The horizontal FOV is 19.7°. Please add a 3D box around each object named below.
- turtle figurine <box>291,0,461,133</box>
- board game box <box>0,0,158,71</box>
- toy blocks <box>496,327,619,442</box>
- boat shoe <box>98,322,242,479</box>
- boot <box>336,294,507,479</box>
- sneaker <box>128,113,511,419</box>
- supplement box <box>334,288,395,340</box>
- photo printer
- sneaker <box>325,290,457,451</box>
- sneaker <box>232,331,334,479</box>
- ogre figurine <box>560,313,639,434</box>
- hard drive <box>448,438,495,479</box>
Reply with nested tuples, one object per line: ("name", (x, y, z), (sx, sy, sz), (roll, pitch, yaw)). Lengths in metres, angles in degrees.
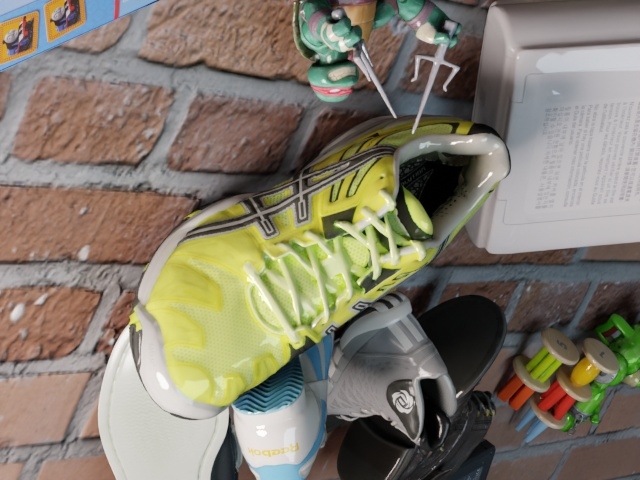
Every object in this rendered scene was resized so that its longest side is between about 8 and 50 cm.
("turtle figurine", (0.029, -0.186, 1.414), (0.175, 0.118, 0.234), (-32, 130, -57))
("board game box", (-0.189, -0.193, 1.184), (0.211, 0.039, 0.160), (-31, 142, -35))
("toy blocks", (0.255, 0.173, 2.123), (0.123, 0.054, 0.148), (14, 127, -38))
("boat shoe", (-0.125, 0.175, 1.585), (0.091, 0.114, 0.303), (-78, 172, -60))
("boot", (0.132, 0.169, 1.938), (0.263, 0.091, 0.229), (-53, 157, 12))
("sneaker", (0.000, 0.000, 1.485), (0.384, 0.147, 0.145), (-42, 106, -33))
("supplement box", (0.029, 0.047, 1.710), (0.083, 0.043, 0.055), (-29, 143, -34))
("photo printer", (0.297, -0.114, 1.727), (0.307, 0.107, 0.256), (-5, 130, -11))
("sneaker", (0.055, 0.156, 1.718), (0.086, 0.132, 0.229), (-30, 162, -33))
("sneaker", (-0.033, 0.128, 1.584), (0.229, 0.087, 0.092), (-70, 152, -65))
("ogre figurine", (0.360, 0.148, 2.221), (0.197, 0.097, 0.118), (-17, 154, -24))
("hard drive", (0.142, 0.290, 2.123), (0.135, 0.022, 0.094), (-21, 136, -43))
